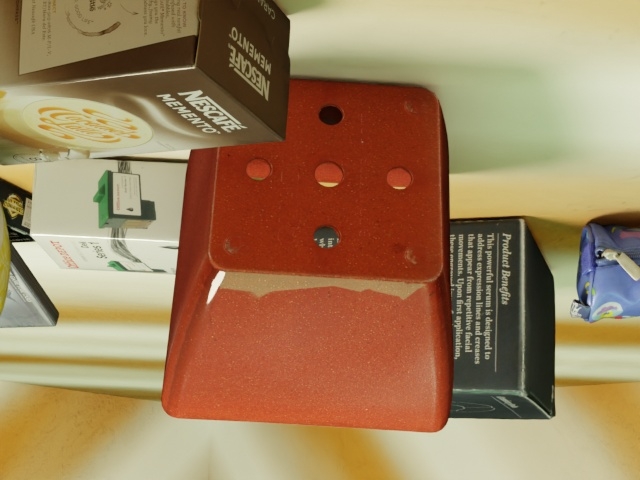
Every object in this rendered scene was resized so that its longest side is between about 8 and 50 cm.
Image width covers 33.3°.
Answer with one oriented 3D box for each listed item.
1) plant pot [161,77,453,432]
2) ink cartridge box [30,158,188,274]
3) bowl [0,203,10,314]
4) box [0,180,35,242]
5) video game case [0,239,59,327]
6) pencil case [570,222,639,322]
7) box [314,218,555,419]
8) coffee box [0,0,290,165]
[{"bbox_3d":[0.000,0.000,0.942,0.267,0.267,0.236,4,153,-3],"label":"plant pot"},{"bbox_3d":[-0.191,-0.022,1.169,0.219,0.093,0.160,2,165,0],"label":"ink cartridge box"},{"bbox_3d":[-0.333,-0.001,0.807,0.156,0.290,0.289,-16,158,32],"label":"bowl"},{"bbox_3d":[-0.458,-0.038,1.241,0.220,0.051,0.175,-3,164,21],"label":"box"},{"bbox_3d":[-0.478,0.049,1.286,0.274,0.026,0.196,-1,145,10],"label":"video game case"},{"bbox_3d":[0.439,0.034,1.214,0.306,0.119,0.133,-1,163,14],"label":"pencil case"},{"bbox_3d":[0.094,0.115,1.406,0.395,0.212,0.293,-1,164,18],"label":"box"},{"bbox_3d":[-0.160,-0.127,0.751,0.246,0.098,0.141,-3,164,22],"label":"coffee box"}]
